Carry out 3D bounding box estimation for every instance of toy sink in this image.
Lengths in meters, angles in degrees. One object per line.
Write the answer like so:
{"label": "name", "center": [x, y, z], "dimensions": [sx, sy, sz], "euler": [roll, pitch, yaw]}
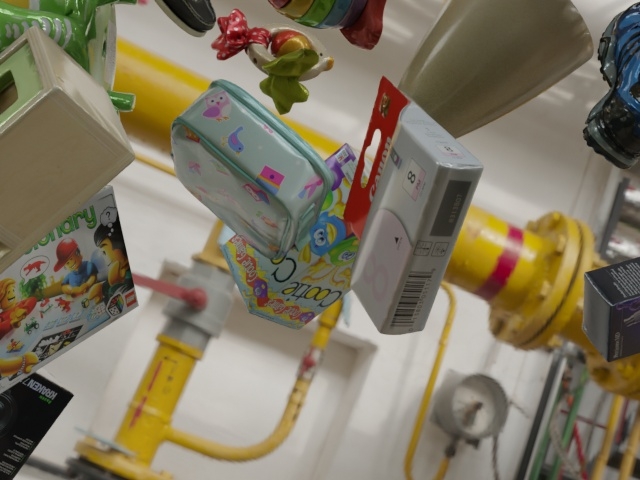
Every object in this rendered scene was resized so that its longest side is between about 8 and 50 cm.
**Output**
{"label": "toy sink", "center": [-0.343, -0.092, 0.920], "dimensions": [0.131, 0.234, 0.153], "euler": [45, 9, -44]}

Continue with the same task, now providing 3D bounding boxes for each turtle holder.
{"label": "turtle holder", "center": [-0.376, -0.250, 1.137], "dimensions": [0.227, 0.320, 0.243], "euler": [5, -54, -5]}

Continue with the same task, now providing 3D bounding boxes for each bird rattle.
{"label": "bird rattle", "center": [-0.092, -0.377, 1.733], "dimensions": [0.253, 0.207, 0.143], "euler": [41, -44, 31]}

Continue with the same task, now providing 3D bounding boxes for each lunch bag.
{"label": "lunch bag", "center": [-0.093, -0.087, 1.178], "dimensions": [0.224, 0.108, 0.279], "euler": [38, -16, 4]}

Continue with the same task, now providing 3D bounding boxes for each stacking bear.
{"label": "stacking bear", "center": [-0.034, -0.461, 1.506], "dimensions": [0.289, 0.175, 0.164], "euler": [7, 19, -31]}

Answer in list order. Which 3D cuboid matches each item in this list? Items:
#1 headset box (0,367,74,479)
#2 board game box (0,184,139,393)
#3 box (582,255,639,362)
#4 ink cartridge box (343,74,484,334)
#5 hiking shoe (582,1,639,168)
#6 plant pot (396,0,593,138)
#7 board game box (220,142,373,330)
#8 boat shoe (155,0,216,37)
{"label": "headset box", "center": [-0.632, 0.317, 1.502], "dimensions": [0.131, 0.283, 0.246], "euler": [23, -18, 45]}
{"label": "board game box", "center": [-0.379, 0.065, 1.127], "dimensions": [0.053, 0.305, 0.193], "euler": [8, -63, 32]}
{"label": "box", "center": [0.615, 0.120, 1.619], "dimensions": [0.207, 0.108, 0.153], "euler": [-17, -53, -5]}
{"label": "ink cartridge box", "center": [0.065, -0.045, 0.878], "dimensions": [0.066, 0.189, 0.232], "euler": [0, 31, -28]}
{"label": "hiking shoe", "center": [0.446, -0.227, 1.136], "dimensions": [0.113, 0.304, 0.132], "euler": [31, -37, -14]}
{"label": "plant pot", "center": [0.268, -0.306, 1.447], "dimensions": [0.256, 0.274, 0.256], "euler": [47, 1, -2]}
{"label": "board game box", "center": [0.000, 0.000, 1.374], "dimensions": [0.142, 0.275, 0.144], "euler": [28, 28, -53]}
{"label": "boat shoe", "center": [-0.178, -0.351, 0.989], "dimensions": [0.079, 0.084, 0.233], "euler": [-19, -79, 28]}
